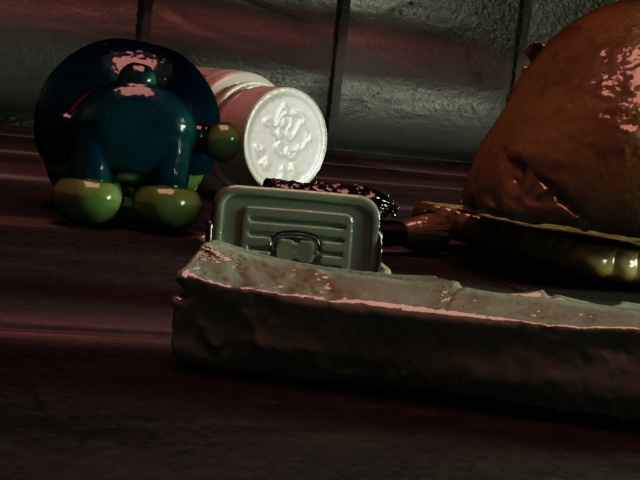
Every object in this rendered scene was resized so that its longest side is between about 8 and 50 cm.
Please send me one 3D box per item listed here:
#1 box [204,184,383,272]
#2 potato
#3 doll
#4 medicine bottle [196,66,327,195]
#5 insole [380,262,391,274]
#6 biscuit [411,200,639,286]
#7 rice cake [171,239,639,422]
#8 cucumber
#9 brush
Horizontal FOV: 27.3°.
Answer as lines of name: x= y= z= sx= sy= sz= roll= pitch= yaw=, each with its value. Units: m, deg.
box: x=-0.024 y=0.008 z=0.904 sx=0.122 sy=0.084 sz=0.069 roll=5 pitch=-3 yaw=-12
potato: x=0.263 y=-0.128 z=1.222 sx=0.211 sy=0.264 sz=0.189 roll=14 pitch=-4 yaw=-1
doll: x=-0.196 y=-0.115 z=1.381 sx=0.199 sy=0.186 sz=0.322 roll=4 pitch=9 yaw=-17
medicine bottle: x=-0.135 y=-0.145 z=1.754 sx=0.170 sy=0.170 sz=0.293 roll=1 pitch=7 yaw=-39
insole: x=0.000 y=0.000 z=1.157 sx=0.065 sy=0.006 sz=0.193 roll=-2 pitch=19 yaw=-28
biscuit: x=0.253 y=0.006 z=1.327 sx=0.217 sy=0.044 sz=0.325 roll=4 pitch=7 yaw=-27
rice cake: x=0.092 y=0.053 z=0.679 sx=0.336 sy=0.063 sz=0.066 roll=8 pitch=15 yaw=7
cucumber: x=0.004 y=-0.043 z=1.511 sx=0.182 sy=0.053 sz=0.053 roll=3 pitch=7 yaw=-21
brush: x=0.012 y=-0.007 z=1.246 sx=0.299 sy=0.042 sz=0.039 roll=0 pitch=48 yaw=-37
